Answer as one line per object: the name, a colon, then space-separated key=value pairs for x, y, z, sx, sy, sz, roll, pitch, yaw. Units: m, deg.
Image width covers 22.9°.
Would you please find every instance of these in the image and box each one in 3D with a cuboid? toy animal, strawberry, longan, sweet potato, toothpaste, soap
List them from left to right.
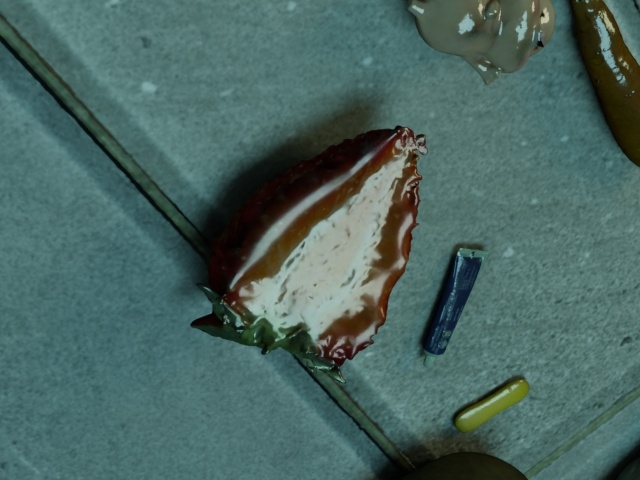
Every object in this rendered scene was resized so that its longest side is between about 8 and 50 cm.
strawberry: x=-0.011 y=-0.009 z=1.342 sx=0.174 sy=0.098 sz=0.228 roll=14 pitch=106 yaw=-19
toothpaste: x=0.126 y=0.066 z=1.525 sx=0.037 sy=0.021 sz=0.140 roll=2 pitch=122 yaw=-30
longan: x=0.140 y=0.304 z=1.634 sx=0.187 sy=0.167 sz=0.167 roll=-7 pitch=132 yaw=3
toy animal: x=0.134 y=-0.187 z=1.297 sx=0.150 sy=0.089 sz=0.083 roll=7 pitch=141 yaw=-37
soap: x=0.179 y=0.172 z=1.645 sx=0.089 sy=0.012 sz=0.034 roll=-29 pitch=134 yaw=-6
sweet potato: x=0.277 y=-0.131 z=1.428 sx=0.057 sy=0.057 sz=0.264 roll=-35 pitch=136 yaw=0

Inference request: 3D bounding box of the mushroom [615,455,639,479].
mushroom: x=0.394 y=0.251 z=1.785 sx=0.092 sy=0.081 sz=0.223 roll=4 pitch=122 yaw=-56
